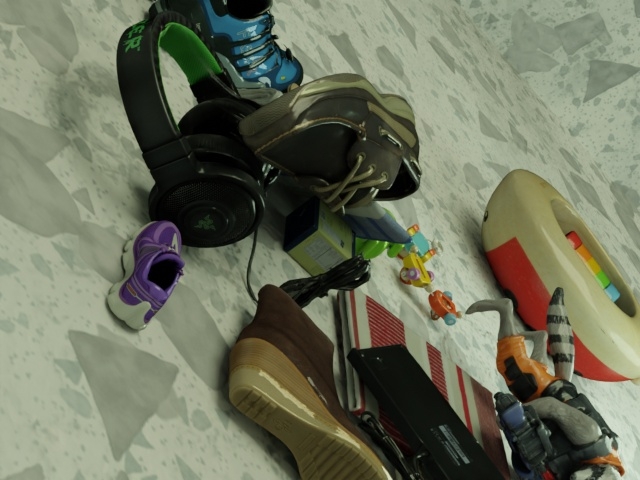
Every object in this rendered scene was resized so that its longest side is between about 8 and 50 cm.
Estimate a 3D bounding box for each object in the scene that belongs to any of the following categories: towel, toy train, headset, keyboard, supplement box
[{"bbox_3d":[-0.016,-0.100,1.698,0.285,0.034,0.209,45,-16,-25],"label":"towel"},{"bbox_3d":[0.160,0.055,1.964,0.125,0.046,0.166,38,31,-37],"label":"toy train"},{"bbox_3d":[-0.093,-0.088,1.486,0.243,0.185,0.394,-73,141,-62],"label":"headset"},{"bbox_3d":[0.130,0.254,1.509,0.202,0.033,0.317,1,46,-54],"label":"keyboard"},{"bbox_3d":[0.140,0.222,1.702,0.329,0.037,0.237,39,28,-31],"label":"towel"},{"bbox_3d":[0.000,0.000,1.710,0.083,0.056,0.083,44,25,-23],"label":"supplement box"}]

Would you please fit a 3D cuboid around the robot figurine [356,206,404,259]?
[{"bbox_3d":[0.073,-0.012,1.856,0.101,0.067,0.115,42,22,3],"label":"robot figurine"}]

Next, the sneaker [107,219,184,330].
[{"bbox_3d":[-0.165,0.029,1.331,0.068,0.071,0.170,45,24,-21],"label":"sneaker"}]

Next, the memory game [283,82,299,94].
[{"bbox_3d":[-0.010,-0.145,1.888,0.186,0.012,0.186,42,39,-46],"label":"memory game"}]

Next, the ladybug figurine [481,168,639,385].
[{"bbox_3d":[0.440,0.083,2.312,0.449,0.162,0.305,57,22,7],"label":"ladybug figurine"}]

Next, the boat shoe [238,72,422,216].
[{"bbox_3d":[0.036,-0.105,1.480,0.355,0.132,0.130,-4,67,-61],"label":"boat shoe"}]

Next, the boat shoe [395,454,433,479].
[{"bbox_3d":[0.224,0.384,1.558,0.335,0.095,0.112,53,23,-3],"label":"boat shoe"}]

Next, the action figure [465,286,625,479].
[{"bbox_3d":[0.322,0.222,1.768,0.341,0.179,0.330,59,6,-61],"label":"action figure"}]

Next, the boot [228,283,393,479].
[{"bbox_3d":[0.005,0.175,1.430,0.248,0.090,0.207,44,27,-14],"label":"boot"}]

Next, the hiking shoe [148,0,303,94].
[{"bbox_3d":[-0.101,-0.287,1.818,0.304,0.132,0.113,19,41,-54],"label":"hiking shoe"}]
